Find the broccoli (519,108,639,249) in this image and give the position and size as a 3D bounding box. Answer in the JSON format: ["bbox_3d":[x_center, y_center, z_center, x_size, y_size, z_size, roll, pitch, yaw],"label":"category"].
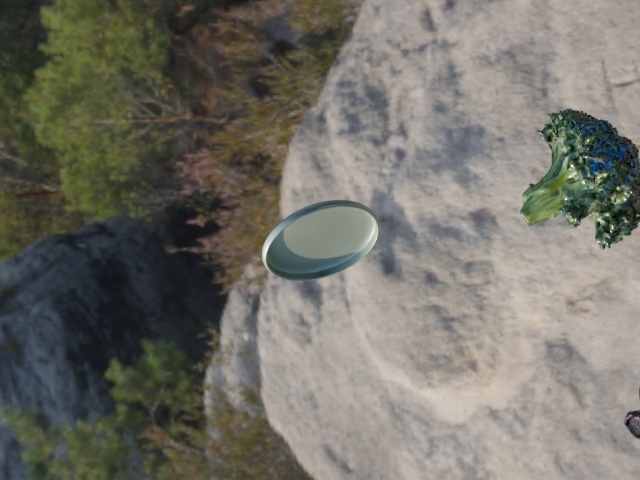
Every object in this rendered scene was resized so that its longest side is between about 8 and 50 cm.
[{"bbox_3d":[0.321,-0.075,1.195,0.160,0.154,0.167,-27,109,22],"label":"broccoli"}]

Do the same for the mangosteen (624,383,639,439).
[{"bbox_3d":[0.476,0.229,1.125,0.216,0.216,0.216,8,102,44],"label":"mangosteen"}]

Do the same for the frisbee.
[{"bbox_3d":[0.000,0.000,0.862,0.110,0.110,0.014,-51,45,36],"label":"frisbee"}]
